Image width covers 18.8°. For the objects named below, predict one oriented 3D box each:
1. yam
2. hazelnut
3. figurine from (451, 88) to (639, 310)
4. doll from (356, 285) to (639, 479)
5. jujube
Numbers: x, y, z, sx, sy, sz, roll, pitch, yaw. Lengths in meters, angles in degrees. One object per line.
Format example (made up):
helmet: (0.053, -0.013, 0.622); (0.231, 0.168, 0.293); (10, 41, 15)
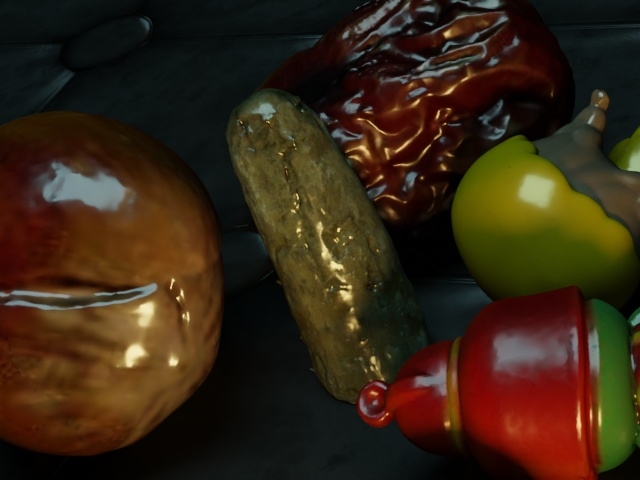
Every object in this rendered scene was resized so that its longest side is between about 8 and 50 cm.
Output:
yam: (0.000, 0.000, 1.966); (0.133, 0.330, 0.133); (-25, 12, 6)
hazelnut: (-0.247, 0.044, 2.016); (0.315, 0.372, 0.372); (3, 9, -45)
figurine: (0.292, -0.046, 1.966); (0.344, 0.187, 0.215); (-31, 45, -26)
doll: (0.207, 0.133, 1.742); (0.363, 0.160, 0.182); (-8, 65, 18)
jujube: (0.091, -0.127, 2.121); (0.377, 0.276, 0.276); (-25, 32, 4)
